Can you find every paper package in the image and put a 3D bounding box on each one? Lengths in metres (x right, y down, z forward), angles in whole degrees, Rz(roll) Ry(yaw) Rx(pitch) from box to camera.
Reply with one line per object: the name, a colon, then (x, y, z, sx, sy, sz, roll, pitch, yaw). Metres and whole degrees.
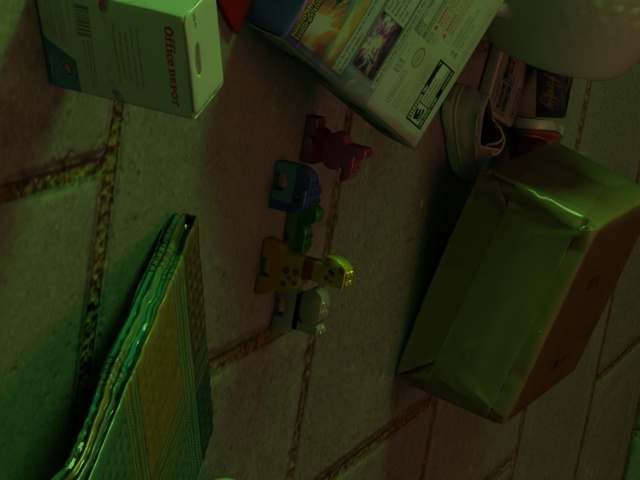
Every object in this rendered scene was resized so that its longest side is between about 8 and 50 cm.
paper package: (0.270, 0.049, 2.324, 0.325, 0.168, 0.309, -24, 139, -64)

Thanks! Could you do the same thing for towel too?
towel: (-0.153, 0.185, 1.488, 0.370, 0.040, 0.271, -72, 166, -52)

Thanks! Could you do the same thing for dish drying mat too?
dish drying mat: (-0.079, -0.213, 1.545, 0.083, 0.008, 0.032, 62, 48, -62)

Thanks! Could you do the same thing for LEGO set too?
LEGO set: (0.000, 0.000, 1.773, 0.087, 0.093, 0.227, -22, 124, -64)

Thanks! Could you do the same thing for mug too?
mug: (0.279, -0.365, 2.045, 0.374, 0.276, 0.328, -3, 118, -37)

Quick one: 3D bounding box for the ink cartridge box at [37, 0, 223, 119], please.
ink cartridge box: (-0.135, -0.147, 1.286, 0.052, 0.122, 0.088, -54, 151, -43)

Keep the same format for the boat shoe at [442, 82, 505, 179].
boat shoe: (0.197, -0.131, 2.221, 0.184, 0.063, 0.066, 75, 37, -53)

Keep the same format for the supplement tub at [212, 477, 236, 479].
supplement tub: (-0.083, 0.279, 1.790, 0.107, 0.071, 0.071, 46, 61, -67)

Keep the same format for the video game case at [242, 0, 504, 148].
video game case: (0.079, -0.256, 1.671, 0.269, 0.061, 0.244, -59, 141, -3)

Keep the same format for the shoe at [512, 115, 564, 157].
shoe: (0.299, -0.127, 2.484, 0.178, 0.063, 0.081, 4, 96, -73)

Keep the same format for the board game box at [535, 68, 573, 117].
board game box: (0.322, -0.309, 2.400, 0.165, 0.042, 0.243, -71, 162, -46)

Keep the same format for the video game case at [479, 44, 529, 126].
video game case: (0.247, -0.235, 2.341, 0.143, 0.019, 0.157, 15, 91, -69)
